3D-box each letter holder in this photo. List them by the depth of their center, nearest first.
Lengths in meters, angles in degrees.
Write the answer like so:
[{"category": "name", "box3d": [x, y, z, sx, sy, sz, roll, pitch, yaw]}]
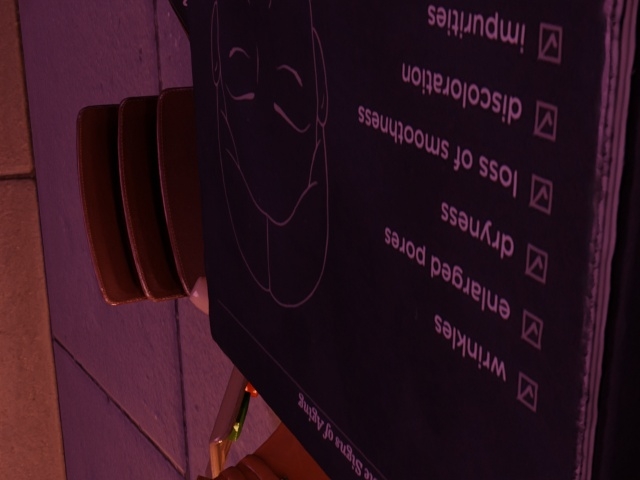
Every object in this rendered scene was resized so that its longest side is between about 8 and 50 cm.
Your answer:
[{"category": "letter holder", "box3d": [-0.229, -0.063, 1.392, 0.152, 0.214, 0.302, -3, 95, 61]}]

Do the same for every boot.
[{"category": "boot", "box3d": [-0.059, 0.274, 1.174, 0.109, 0.220, 0.284, -9, 90, 60]}]

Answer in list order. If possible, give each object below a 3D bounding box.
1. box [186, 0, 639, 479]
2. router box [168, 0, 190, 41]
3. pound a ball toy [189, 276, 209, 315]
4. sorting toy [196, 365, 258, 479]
[{"category": "box", "box3d": [0.124, -0.081, 0.592, 0.480, 0.297, 0.472, -144, 49, -57]}, {"category": "router box", "box3d": [-0.158, -0.283, 1.314, 0.179, 0.046, 0.133, 59, 177, 34]}, {"category": "pound a ball toy", "box3d": [0.000, 0.000, 1.044, 0.319, 0.135, 0.208, -12, 52, 61]}, {"category": "sorting toy", "box3d": [-0.119, 0.251, 1.277, 0.229, 0.041, 0.307, 107, 179, -61]}]
